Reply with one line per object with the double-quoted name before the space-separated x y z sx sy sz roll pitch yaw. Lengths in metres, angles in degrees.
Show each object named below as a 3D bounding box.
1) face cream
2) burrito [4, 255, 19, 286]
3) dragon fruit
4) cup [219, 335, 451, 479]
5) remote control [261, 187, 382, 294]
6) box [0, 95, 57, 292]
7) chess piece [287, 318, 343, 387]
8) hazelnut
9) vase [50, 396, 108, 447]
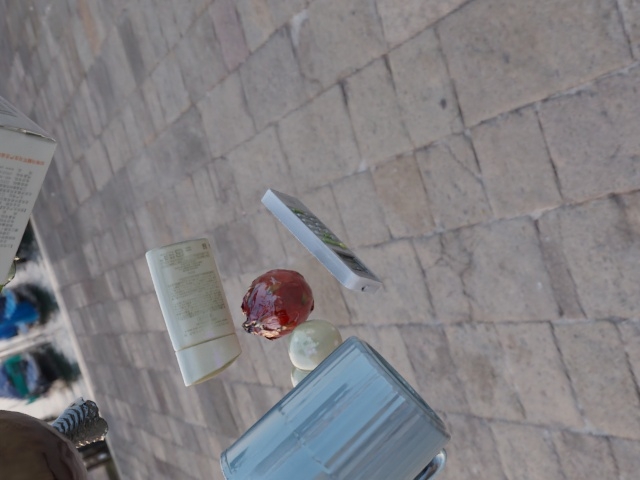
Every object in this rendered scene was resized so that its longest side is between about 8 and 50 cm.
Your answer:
"face cream" -0.310 0.174 2.001 0.081 0.173 0.348 -26 81 56
"burrito" -0.699 0.050 1.525 0.229 0.144 0.089 26 -131 -65
"dragon fruit" -0.104 0.159 2.006 0.172 0.209 0.172 18 134 20
"cup" 0.055 0.372 1.352 0.331 0.311 0.257 45 180 -8
"remote control" 0.000 0.000 1.367 0.250 0.103 0.034 46 106 31
"box" -0.475 -0.043 1.021 0.200 0.106 0.299 34 107 34
"chess piece" 0.006 0.319 1.789 0.167 0.167 0.299 27 130 54
"hazelnut" -0.595 0.477 1.355 0.353 0.421 0.421 38 141 22
"vase" -0.568 0.431 1.663 0.115 0.237 0.115 16 120 29
